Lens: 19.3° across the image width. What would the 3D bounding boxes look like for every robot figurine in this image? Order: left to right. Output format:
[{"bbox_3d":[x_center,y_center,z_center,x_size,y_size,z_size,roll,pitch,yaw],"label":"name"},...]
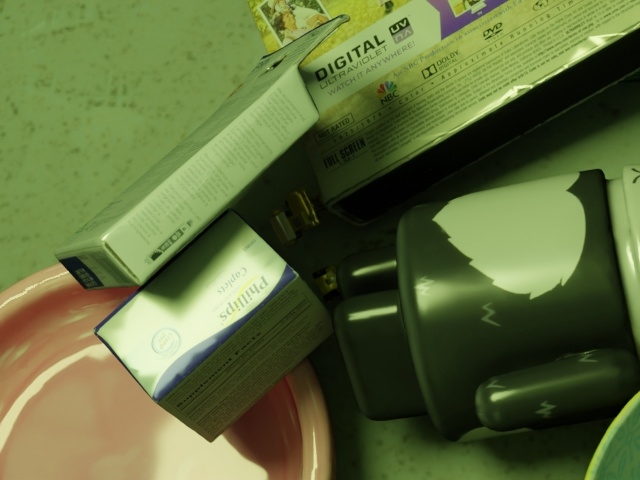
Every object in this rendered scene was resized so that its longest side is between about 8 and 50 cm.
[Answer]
[{"bbox_3d":[0.151,0.041,1.296,0.278,0.173,0.209,-11,69,11],"label":"robot figurine"}]

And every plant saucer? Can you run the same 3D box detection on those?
[{"bbox_3d":[-0.145,0.175,1.378,0.332,0.084,0.332,-5,70,13],"label":"plant saucer"}]

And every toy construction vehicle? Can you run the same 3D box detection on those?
[{"bbox_3d":[0.000,0.000,1.399,0.035,0.098,0.086,-27,86,14],"label":"toy construction vehicle"}]

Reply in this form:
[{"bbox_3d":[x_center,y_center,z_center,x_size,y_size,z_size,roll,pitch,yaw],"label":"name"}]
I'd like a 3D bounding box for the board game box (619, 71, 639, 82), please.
[{"bbox_3d":[0.257,-0.227,1.431,0.317,0.046,0.213,-1,71,14],"label":"board game box"}]

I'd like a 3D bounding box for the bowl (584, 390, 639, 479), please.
[{"bbox_3d":[0.293,0.219,1.194,0.289,0.156,0.289,0,66,-1],"label":"bowl"}]

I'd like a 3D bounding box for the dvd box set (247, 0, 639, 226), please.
[{"bbox_3d":[0.074,-0.260,1.437,0.307,0.062,0.420,-30,62,16],"label":"dvd box set"}]

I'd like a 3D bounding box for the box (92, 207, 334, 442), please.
[{"bbox_3d":[-0.067,0.060,1.277,0.126,0.137,0.072,-42,69,-3],"label":"box"}]

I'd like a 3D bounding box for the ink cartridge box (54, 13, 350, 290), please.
[{"bbox_3d":[-0.076,-0.054,1.300,0.224,0.223,0.045,-44,99,-12],"label":"ink cartridge box"}]
